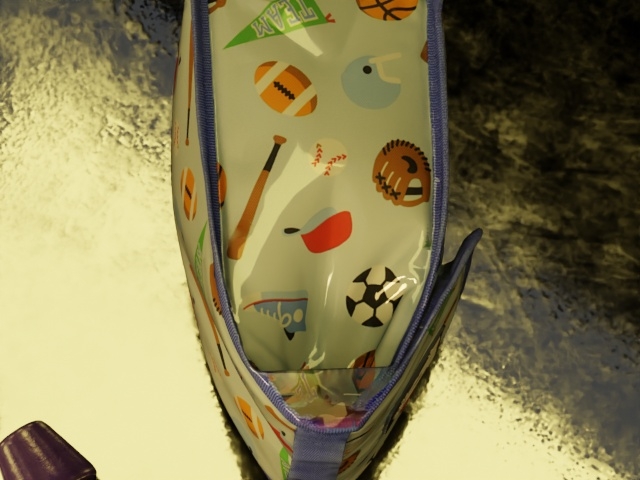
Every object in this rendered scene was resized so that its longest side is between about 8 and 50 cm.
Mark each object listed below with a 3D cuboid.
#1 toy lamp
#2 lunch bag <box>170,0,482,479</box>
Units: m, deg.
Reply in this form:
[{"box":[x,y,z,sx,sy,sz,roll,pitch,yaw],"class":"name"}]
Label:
[{"box":[-0.174,0.270,1.618,0.080,0.080,0.274,-35,78,-11],"class":"toy lamp"},{"box":[0.000,0.000,1.574,0.239,0.328,0.385,0,72,-3],"class":"lunch bag"}]
